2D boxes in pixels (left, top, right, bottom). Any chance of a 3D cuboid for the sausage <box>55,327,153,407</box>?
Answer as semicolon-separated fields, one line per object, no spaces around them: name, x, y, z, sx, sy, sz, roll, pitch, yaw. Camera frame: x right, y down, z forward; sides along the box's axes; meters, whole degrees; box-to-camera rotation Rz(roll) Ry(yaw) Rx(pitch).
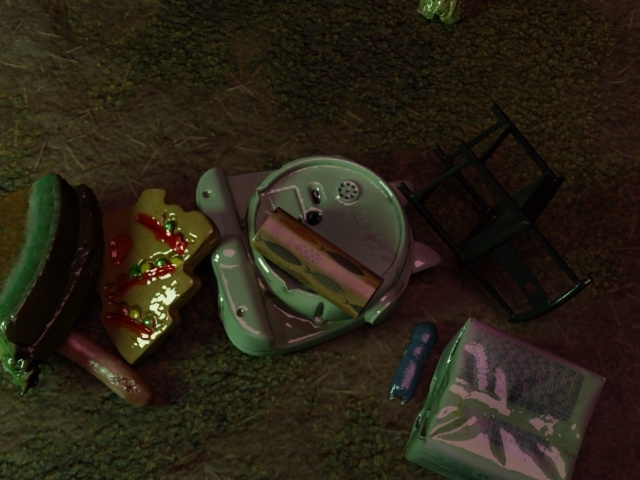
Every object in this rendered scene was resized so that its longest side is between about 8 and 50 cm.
sausage;-0.299;0.159;1.444;0.186;0.043;0.043;32;66;9

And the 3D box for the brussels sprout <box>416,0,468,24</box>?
brussels sprout;0.200;-0.390;1.746;0.085;0.058;0.085;10;51;-13

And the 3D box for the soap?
soap;0.235;0.228;1.420;0.199;0.138;0.182;23;66;4

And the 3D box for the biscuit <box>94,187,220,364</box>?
biscuit;-0.235;0.046;1.460;0.212;0.041;0.238;1;77;28

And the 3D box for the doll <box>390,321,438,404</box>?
doll;0.128;0.167;1.500;0.037;0.027;0.125;24;68;5

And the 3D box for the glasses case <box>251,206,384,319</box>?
glasses case;-0.003;0.027;1.421;0.170;0.041;0.064;35;68;6

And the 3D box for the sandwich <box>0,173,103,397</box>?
sandwich;-0.397;0.030;1.437;0.212;0.109;0.292;20;67;26

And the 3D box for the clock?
clock;0.000;0.000;1.515;0.324;0.108;0.265;-14;67;-13

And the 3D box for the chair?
chair;0.256;-0.033;1.517;0.260;0.154;0.141;49;46;-6
